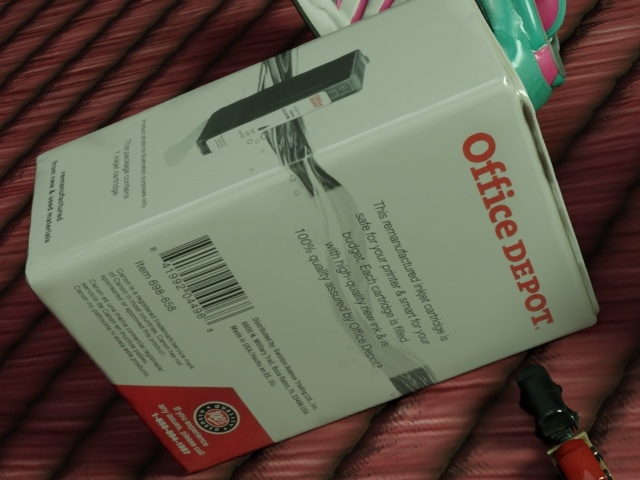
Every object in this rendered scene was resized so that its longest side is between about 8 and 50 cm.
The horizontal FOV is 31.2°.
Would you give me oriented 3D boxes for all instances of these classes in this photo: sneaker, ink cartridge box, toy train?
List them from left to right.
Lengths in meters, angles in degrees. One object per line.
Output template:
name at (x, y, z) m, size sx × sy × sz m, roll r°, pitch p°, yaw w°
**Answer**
ink cartridge box at (0.000, 0.000, 0.667) m, size 0.273 × 0.197 × 0.114 m, roll -21°, pitch 42°, yaw 9°
sneaker at (0.085, -0.175, 0.849) m, size 0.178 × 0.124 × 0.295 m, roll -33°, pitch 48°, yaw 3°
toy train at (0.138, 0.122, 0.588) m, size 0.027 × 0.036 × 0.158 m, roll -27°, pitch 41°, yaw 3°
